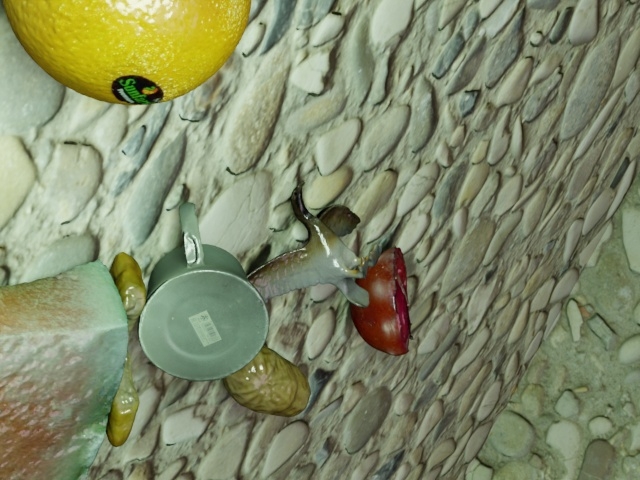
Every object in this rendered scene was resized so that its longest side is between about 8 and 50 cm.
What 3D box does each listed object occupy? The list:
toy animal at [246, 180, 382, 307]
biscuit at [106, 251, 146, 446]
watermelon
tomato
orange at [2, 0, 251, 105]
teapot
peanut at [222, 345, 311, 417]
[{"bbox_3d":[0.013,0.001,1.913,0.272,0.160,0.197,-43,150,-42],"label":"toy animal"},{"bbox_3d":[-0.240,0.126,1.589,0.039,0.174,0.183,6,117,-20],"label":"biscuit"},{"bbox_3d":[-0.324,0.179,1.486,0.302,0.151,0.264,-12,129,-56],"label":"watermelon"},{"bbox_3d":[0.098,0.103,2.219,0.189,0.099,0.173,-87,166,-50],"label":"tomato"},{"bbox_3d":[-0.175,-0.231,1.217,0.236,0.236,0.236,-41,150,-30],"label":"orange"},{"bbox_3d":[-0.154,0.064,1.683,0.162,0.149,0.239,-9,119,-4],"label":"teapot"},{"bbox_3d":[-0.078,0.221,2.021,0.095,0.108,0.226,-48,156,0],"label":"peanut"}]
